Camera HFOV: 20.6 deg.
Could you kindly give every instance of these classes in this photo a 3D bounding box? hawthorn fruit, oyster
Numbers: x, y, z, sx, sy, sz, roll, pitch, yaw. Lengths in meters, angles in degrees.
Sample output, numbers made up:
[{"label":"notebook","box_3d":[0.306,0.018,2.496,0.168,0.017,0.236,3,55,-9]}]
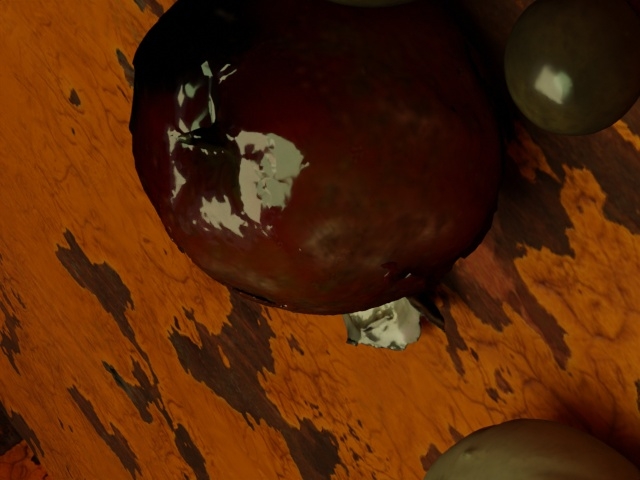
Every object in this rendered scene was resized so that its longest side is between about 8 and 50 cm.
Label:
[{"label":"hawthorn fruit","box_3d":[-0.006,-0.089,1.396,0.316,0.316,0.316,47,155,30]},{"label":"oyster","box_3d":[0.008,-0.006,1.705,0.275,0.100,0.271,1,122,51]}]

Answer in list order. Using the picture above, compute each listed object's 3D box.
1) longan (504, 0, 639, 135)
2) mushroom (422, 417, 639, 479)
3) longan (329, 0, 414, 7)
[{"label":"longan","box_3d":[0.176,-0.130,1.193,0.106,0.106,0.119,26,101,55]},{"label":"mushroom","box_3d":[0.181,0.285,1.500,0.356,0.315,0.315,31,171,-27]},{"label":"longan","box_3d":[0.030,-0.256,1.224,0.212,0.198,0.198,18,133,60]}]
